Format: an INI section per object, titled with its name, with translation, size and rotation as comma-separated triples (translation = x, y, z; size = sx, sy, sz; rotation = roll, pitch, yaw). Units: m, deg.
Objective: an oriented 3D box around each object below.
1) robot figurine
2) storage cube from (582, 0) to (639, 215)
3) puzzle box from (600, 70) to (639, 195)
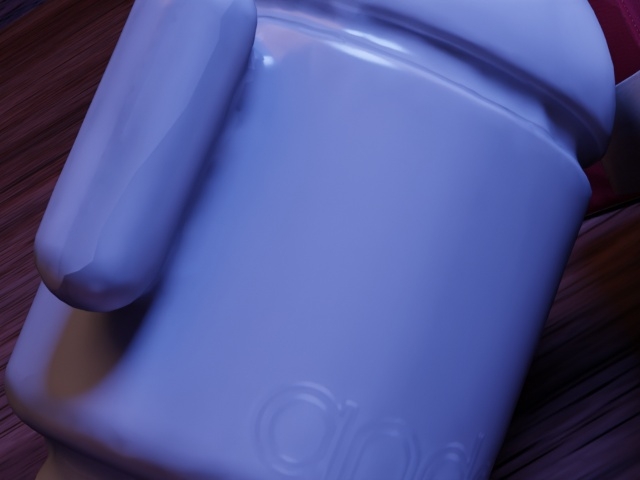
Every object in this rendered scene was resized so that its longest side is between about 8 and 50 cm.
[robot figurine]
translation = 0.000, 0.000, 0.615
size = 0.199, 0.300, 0.354
rotation = 16, 82, 29
[storage cube]
translation = 0.107, -0.128, 0.863
size = 0.183, 0.193, 0.215
rotation = -22, 23, 25
[puzzle box]
translation = 0.251, -0.094, 0.534
size = 0.272, 0.052, 0.409
rotation = -22, 0, 3
